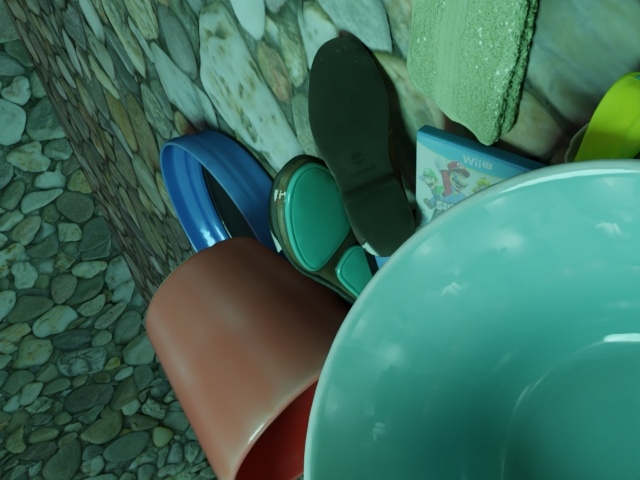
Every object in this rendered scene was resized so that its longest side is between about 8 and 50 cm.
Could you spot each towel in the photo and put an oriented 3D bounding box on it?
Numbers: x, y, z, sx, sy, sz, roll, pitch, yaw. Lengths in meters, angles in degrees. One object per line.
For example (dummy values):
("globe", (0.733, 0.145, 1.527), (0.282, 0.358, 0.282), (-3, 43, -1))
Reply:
("towel", (0.107, -0.148, 0.507), (0.110, 0.027, 0.148), (44, 154, 30))

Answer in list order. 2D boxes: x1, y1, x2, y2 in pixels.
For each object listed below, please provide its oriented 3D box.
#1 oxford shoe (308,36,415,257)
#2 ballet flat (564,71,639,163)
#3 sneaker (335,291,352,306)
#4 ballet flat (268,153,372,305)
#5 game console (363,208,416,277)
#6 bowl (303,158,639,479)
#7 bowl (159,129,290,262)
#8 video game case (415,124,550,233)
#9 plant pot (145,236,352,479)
("oxford shoe", (0.038, -0.086, 0.654), (0.076, 0.076, 0.212), (5, -108, -80))
("ballet flat", (0.185, -0.019, 0.474), (0.231, 0.077, 0.077), (98, 156, -55))
("sneaker", (0.022, 0.027, 0.895), (0.144, 0.053, 0.059), (47, 157, 5))
("ballet flat", (0.000, 0.000, 0.744), (0.096, 0.095, 0.280), (27, 163, 39))
("game console", (0.108, 0.036, 0.699), (0.071, 0.107, 0.122), (-103, -6, -61))
("bowl", (0.158, 0.128, 0.385), (0.163, 0.311, 0.311), (31, -177, -45))
("bowl", (-0.131, -0.005, 1.143), (0.391, 0.077, 0.391), (46, 156, 28))
("video game case", (0.136, -0.011, 0.598), (0.119, 0.015, 0.166), (26, 140, 31))
("plant pot", (-0.076, 0.144, 0.862), (0.243, 0.275, 0.275), (44, 155, 27))
